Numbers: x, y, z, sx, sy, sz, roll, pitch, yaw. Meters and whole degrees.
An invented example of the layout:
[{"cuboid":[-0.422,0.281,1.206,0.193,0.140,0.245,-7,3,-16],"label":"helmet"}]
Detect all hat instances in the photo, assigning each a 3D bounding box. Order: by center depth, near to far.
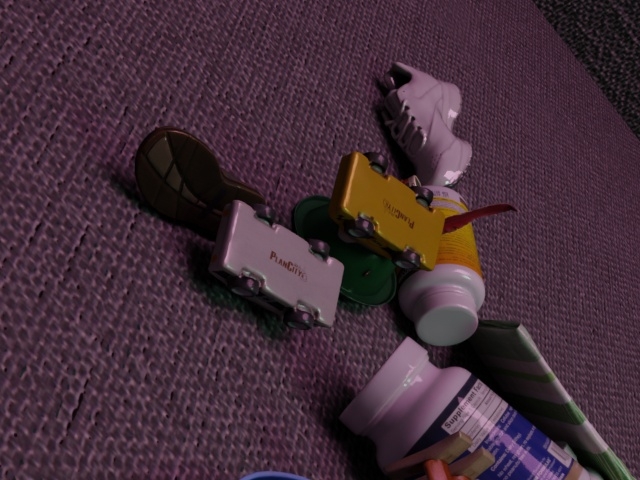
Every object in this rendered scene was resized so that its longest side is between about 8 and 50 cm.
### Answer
[{"cuboid":[0.096,-0.037,1.864,0.173,0.183,0.208,55,29,8],"label":"hat"}]

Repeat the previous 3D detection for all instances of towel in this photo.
[{"cuboid":[0.325,0.239,2.028,0.325,0.038,0.248,54,-10,-7],"label":"towel"}]

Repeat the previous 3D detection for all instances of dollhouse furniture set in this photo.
[{"cuboid":[0.119,0.329,1.439,0.259,0.135,0.262,40,28,-58],"label":"dollhouse furniture set"}]

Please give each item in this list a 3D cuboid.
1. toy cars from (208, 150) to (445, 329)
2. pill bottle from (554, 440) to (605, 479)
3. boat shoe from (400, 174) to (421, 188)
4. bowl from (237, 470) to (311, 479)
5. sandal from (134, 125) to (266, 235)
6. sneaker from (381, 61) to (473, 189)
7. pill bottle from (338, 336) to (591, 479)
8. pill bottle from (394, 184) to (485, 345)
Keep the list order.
[{"cuboid":[0.000,0.000,1.721,0.393,0.087,0.177,-25,104,-47],"label":"toy cars"},{"cuboid":[0.345,0.375,1.959,0.208,0.117,0.117,56,24,-4],"label":"pill bottle"},{"cuboid":[0.154,-0.030,2.164,0.137,0.043,0.049,59,22,-1],"label":"boat shoe"},{"cuboid":[-0.003,0.400,1.324,0.391,0.077,0.391,44,28,-30],"label":"bowl"},{"cuboid":[-0.136,-0.067,1.616,0.060,0.090,0.219,48,11,34],"label":"sandal"},{"cuboid":[0.151,-0.164,2.274,0.129,0.111,0.297,28,30,-25],"label":"sneaker"},{"cuboid":[0.159,0.238,1.665,0.264,0.153,0.153,40,24,6],"label":"pill bottle"},{"cuboid":[0.157,0.035,2.002,0.117,0.117,0.215,39,31,-36],"label":"pill bottle"}]
